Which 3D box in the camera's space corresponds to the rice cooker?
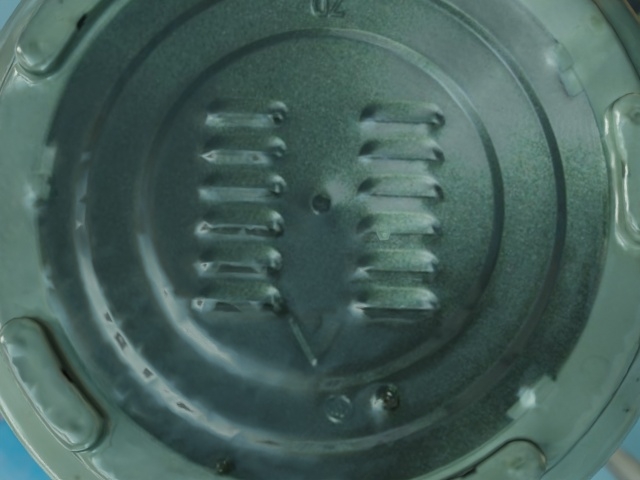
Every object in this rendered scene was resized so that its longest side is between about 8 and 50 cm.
[{"bbox_3d":[0.000,0.000,0.546,0.227,0.241,0.280,74,-166,-85],"label":"rice cooker"}]
